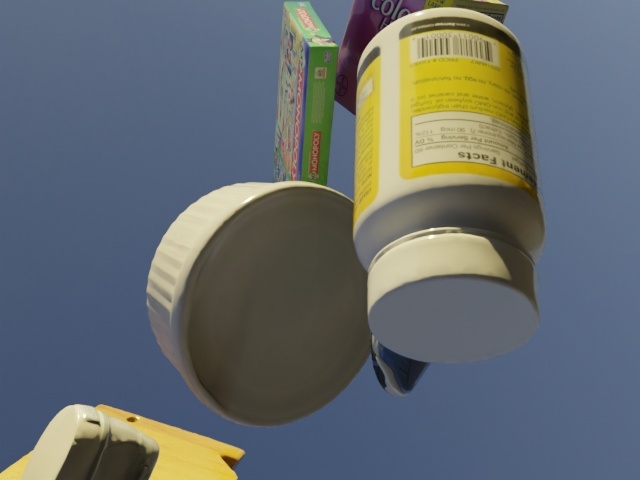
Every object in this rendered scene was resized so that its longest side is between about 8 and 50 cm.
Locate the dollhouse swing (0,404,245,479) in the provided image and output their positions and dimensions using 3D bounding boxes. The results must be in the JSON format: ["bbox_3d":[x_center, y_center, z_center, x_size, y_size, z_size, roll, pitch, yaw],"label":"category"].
[{"bbox_3d":[-0.306,0.423,1.181,0.347,0.315,0.304,-35,-43,-68],"label":"dollhouse swing"}]

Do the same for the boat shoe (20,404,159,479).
[{"bbox_3d":[-0.139,0.176,0.488,0.063,0.066,0.184,27,-103,-28],"label":"boat shoe"}]

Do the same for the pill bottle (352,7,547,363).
[{"bbox_3d":[0.080,-0.036,0.609,0.119,0.119,0.208,27,-131,-30],"label":"pill bottle"}]

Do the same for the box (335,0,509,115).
[{"bbox_3d":[0.143,-0.291,1.488,0.117,0.243,0.213,-4,-146,-37],"label":"box"}]

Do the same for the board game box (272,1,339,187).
[{"bbox_3d":[-0.028,-0.186,1.494,0.046,0.317,0.213,-2,-150,-12],"label":"board game box"}]

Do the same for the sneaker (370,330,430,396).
[{"bbox_3d":[0.117,0.055,0.925,0.080,0.081,0.211,42,-111,-44],"label":"sneaker"}]

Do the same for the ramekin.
[{"bbox_3d":[-0.066,0.058,1.055,0.273,0.127,0.272,-13,-69,-36],"label":"ramekin"}]
